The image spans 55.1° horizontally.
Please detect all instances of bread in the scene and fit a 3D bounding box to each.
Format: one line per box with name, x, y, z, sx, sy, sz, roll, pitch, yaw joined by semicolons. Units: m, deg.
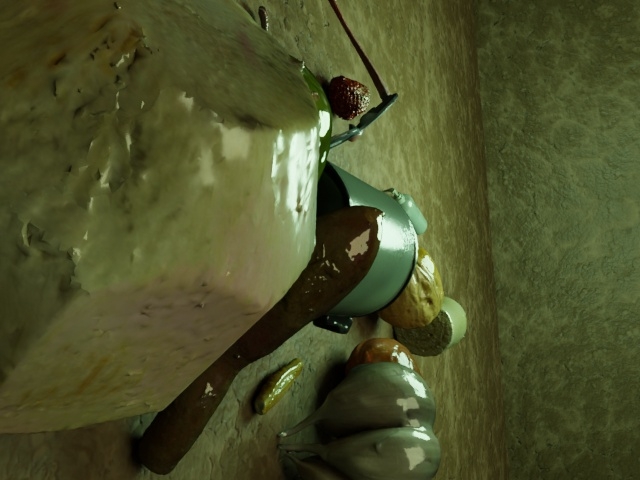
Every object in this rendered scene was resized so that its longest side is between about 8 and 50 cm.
bread;0.268;0.205;1.491;0.141;0.148;0.133;-6;110;-63

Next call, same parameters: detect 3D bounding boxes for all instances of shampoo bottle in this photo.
shampoo bottle;0.214;-0.078;1.535;0.195;0.056;0.056;46;46;-53

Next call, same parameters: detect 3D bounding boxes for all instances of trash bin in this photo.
trash bin;0.000;0.000;0.898;0.263;0.217;0.277;15;88;-62

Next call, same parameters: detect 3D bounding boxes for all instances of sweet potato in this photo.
sweet potato;-0.075;0.093;0.693;0.385;0.109;0.109;-45;142;-1

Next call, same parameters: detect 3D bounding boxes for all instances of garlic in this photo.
garlic;0.080;0.328;1.009;0.292;0.237;0.210;27;40;-40

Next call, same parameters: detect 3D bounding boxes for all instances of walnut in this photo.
walnut;0.179;0.098;1.322;0.197;0.165;0.165;65;33;-36

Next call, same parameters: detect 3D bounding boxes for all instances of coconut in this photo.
coconut;-0.183;-0.033;0.439;0.353;0.353;0.352;19;69;-62

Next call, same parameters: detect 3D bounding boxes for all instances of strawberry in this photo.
strawberry;0.054;-0.286;1.221;0.096;0.083;0.083;50;42;-37

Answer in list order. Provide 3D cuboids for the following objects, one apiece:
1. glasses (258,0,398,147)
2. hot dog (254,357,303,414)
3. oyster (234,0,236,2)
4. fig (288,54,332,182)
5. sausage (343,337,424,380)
glasses;0.003;-0.297;1.089;0.234;0.118;0.268;-38;102;-33
hot dog;-0.063;0.219;0.948;0.137;0.028;0.044;-37;145;-57
oyster;-0.157;-0.307;0.753;0.275;0.101;0.270;-46;132;-72
fig;-0.127;-0.079;0.692;0.314;0.233;0.233;-55;159;16
sausage;0.130;0.302;1.186;0.141;0.153;0.268;-75;149;-55
